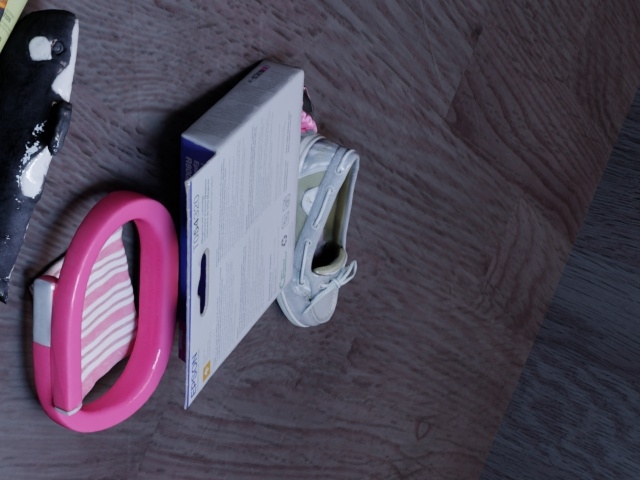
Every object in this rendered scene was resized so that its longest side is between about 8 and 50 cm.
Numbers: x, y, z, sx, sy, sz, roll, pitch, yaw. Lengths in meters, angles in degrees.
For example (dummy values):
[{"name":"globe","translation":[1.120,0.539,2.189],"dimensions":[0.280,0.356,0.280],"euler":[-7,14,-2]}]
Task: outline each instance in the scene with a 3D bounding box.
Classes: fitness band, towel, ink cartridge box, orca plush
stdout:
[{"name":"fitness band","translation":[-0.237,0.084,1.489],"dimensions":[0.209,0.054,0.291],"euler":[-31,134,-52]},{"name":"towel","translation":[-0.265,0.087,1.523],"dimensions":[0.144,0.029,0.197],"euler":[-46,146,-39]},{"name":"ink cartridge box","translation":[-0.117,-0.015,1.626],"dimensions":[0.330,0.071,0.324],"euler":[-49,150,-53]},{"name":"orca plush","translation":[-0.318,-0.089,1.252],"dimensions":[0.102,0.151,0.287],"euler":[13,116,-27]}]

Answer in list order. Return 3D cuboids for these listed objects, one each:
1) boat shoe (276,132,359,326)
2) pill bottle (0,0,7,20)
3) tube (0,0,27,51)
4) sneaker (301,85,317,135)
[{"name":"boat shoe","translation":[0.001,-0.002,1.873],"dimensions":[0.118,0.103,0.320],"euler":[-38,140,-46]},{"name":"pill bottle","translation":[-0.340,-0.167,1.083],"dimensions":[0.130,0.130,0.246],"euler":[15,97,-63]},{"name":"tube","translation":[-0.288,-0.253,1.202],"dimensions":[0.240,0.062,0.070],"euler":[-67,-167,-14]},{"name":"sneaker","translation":[-0.035,-0.190,1.749],"dimensions":[0.119,0.047,0.057],"euler":[62,32,-58]}]
